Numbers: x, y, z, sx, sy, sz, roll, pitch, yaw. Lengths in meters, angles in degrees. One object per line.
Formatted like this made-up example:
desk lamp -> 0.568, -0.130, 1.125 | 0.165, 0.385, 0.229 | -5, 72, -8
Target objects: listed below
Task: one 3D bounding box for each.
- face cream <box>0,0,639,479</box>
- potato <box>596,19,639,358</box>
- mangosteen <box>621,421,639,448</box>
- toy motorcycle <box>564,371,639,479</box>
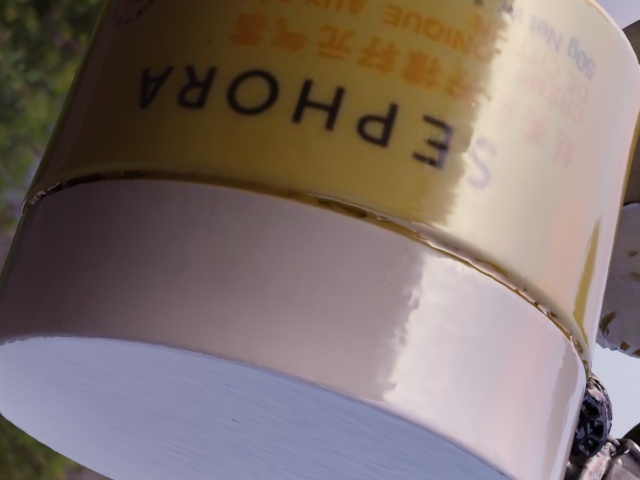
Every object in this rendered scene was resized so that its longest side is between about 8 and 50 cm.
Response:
face cream -> 0.000, 0.000, 0.668 | 0.218, 0.218, 0.179 | 137, -28, -65
potato -> 0.280, -0.035, 1.222 | 0.300, 0.196, 0.246 | -17, -144, 29
mangosteen -> 0.300, 0.199, 1.229 | 0.231, 0.194, 0.194 | -13, -178, 6
toy motorcycle -> 0.146, 0.172, 0.890 | 0.157, 0.263, 0.091 | -39, -175, 41
